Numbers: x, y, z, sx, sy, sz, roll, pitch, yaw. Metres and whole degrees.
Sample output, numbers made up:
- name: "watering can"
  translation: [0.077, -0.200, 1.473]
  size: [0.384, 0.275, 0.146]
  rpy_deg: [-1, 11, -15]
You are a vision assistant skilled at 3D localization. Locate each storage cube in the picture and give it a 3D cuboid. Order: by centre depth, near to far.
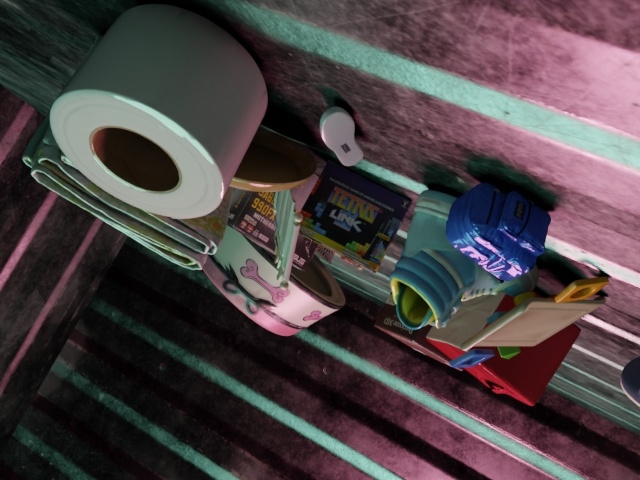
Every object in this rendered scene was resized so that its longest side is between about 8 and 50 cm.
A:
- name: "storage cube"
  translation: [0.375, 0.192, 1.434]
  size: [0.193, 0.215, 0.184]
  rpy_deg: [37, 171, -16]

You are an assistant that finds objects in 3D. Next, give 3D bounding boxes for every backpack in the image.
- name: "backpack"
  translation: [0.235, -0.022, 0.916]
  size: [0.120, 0.098, 0.101]
  rpy_deg: [30, 144, -12]

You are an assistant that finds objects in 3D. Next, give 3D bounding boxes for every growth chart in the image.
- name: "growth chart"
  translation: [-0.064, -0.041, 1.233]
  size: [0.021, 0.172, 0.237]
  rpy_deg: [5, -142, -13]

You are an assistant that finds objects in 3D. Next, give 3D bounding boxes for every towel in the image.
- name: "towel"
  translation: [-0.291, -0.156, 1.163]
  size: [0.320, 0.374, 0.090]
  rpy_deg: [34, 126, -26]

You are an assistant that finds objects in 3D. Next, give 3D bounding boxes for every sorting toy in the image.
- name: "sorting toy"
  translation: [0.359, 0.131, 1.185]
  size: [0.196, 0.047, 0.347]
  rpy_deg: [0, 150, -29]

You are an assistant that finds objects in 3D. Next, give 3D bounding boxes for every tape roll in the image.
- name: "tape roll"
  translation: [-0.213, -0.168, 0.938]
  size: [0.246, 0.169, 0.246]
  rpy_deg: [15, 147, 10]

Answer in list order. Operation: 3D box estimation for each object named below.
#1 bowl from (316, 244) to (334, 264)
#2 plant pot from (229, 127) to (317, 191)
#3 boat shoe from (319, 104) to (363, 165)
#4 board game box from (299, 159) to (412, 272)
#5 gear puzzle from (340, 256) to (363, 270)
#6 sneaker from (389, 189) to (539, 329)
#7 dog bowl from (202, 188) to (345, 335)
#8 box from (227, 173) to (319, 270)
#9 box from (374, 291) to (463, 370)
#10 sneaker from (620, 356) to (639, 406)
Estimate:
- name: "bowl"
  translation: [-0.010, -0.022, 1.802]
  size: [0.170, 0.080, 0.170]
  rpy_deg: [43, 179, 1]
- name: "plant pot"
  translation: [-0.123, -0.137, 1.153]
  size: [0.236, 0.032, 0.236]
  rpy_deg: [12, -151, -7]
- name: "boat shoe"
  translation: [0.026, -0.153, 0.977]
  size: [0.142, 0.049, 0.040]
  rpy_deg: [56, -169, -64]
- name: "board game box"
  translation: [0.056, -0.042, 1.237]
  size: [0.170, 0.141, 0.048]
  rpy_deg: [27, 175, 8]
- name: "gear puzzle"
  translation: [0.000, 0.000, 2.117]
  size: [0.339, 0.044, 0.175]
  rpy_deg: [31, 173, -17]
- name: "sneaker"
  translation: [0.227, 0.073, 1.140]
  size: [0.319, 0.208, 0.127]
  rpy_deg: [32, 171, -36]
- name: "dog bowl"
  translation: [-0.135, 0.058, 1.648]
  size: [0.408, 0.150, 0.408]
  rpy_deg: [44, -171, -9]
- name: "box"
  translation: [-0.073, -0.065, 1.404]
  size: [0.056, 0.183, 0.231]
  rpy_deg: [23, 170, 44]
- name: "box"
  translation: [0.268, 0.158, 1.592]
  size: [0.167, 0.203, 0.168]
  rpy_deg: [33, 171, -27]
- name: "sneaker"
  translation: [0.619, 0.225, 1.115]
  size: [0.148, 0.131, 0.350]
  rpy_deg: [39, 164, -22]
